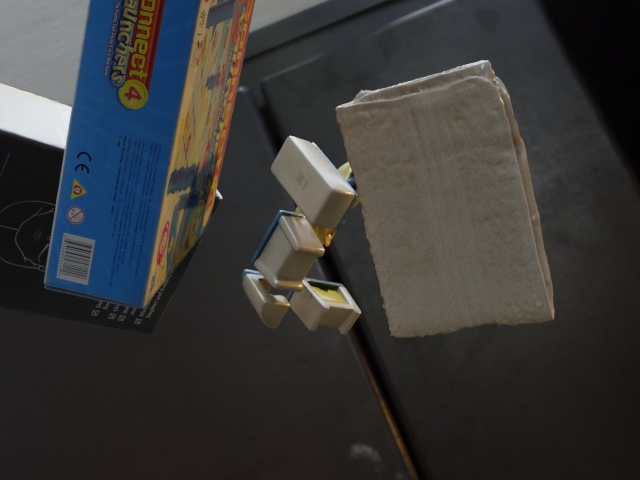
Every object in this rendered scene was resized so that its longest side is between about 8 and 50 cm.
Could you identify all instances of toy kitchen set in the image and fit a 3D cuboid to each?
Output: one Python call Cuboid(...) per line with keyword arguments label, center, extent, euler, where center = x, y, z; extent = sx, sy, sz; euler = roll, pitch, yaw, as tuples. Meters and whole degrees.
Cuboid(label="toy kitchen set", center=(0.000, 0.000, 1.102), extent=(0.166, 0.207, 0.122), euler=(11, 30, -40))

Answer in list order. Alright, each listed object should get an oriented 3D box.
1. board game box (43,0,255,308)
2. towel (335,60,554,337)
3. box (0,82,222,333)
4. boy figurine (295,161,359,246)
Cuboid(label="board game box", center=(-0.142, -0.130, 0.808), extent=(0.302, 0.086, 0.308), euler=(-76, 180, -76))
Cuboid(label="towel", center=(0.132, -0.038, 0.931), extent=(0.049, 0.187, 0.282), euler=(-27, 105, -64))
Cuboid(label="box", center=(-0.419, -0.047, 1.442), extent=(0.396, 0.293, 0.212), euler=(17, 22, -36))
Cuboid(label="boy figurine", center=(0.049, -0.075, 1.442), extent=(0.092, 0.285, 0.177), euler=(40, 44, -9))
